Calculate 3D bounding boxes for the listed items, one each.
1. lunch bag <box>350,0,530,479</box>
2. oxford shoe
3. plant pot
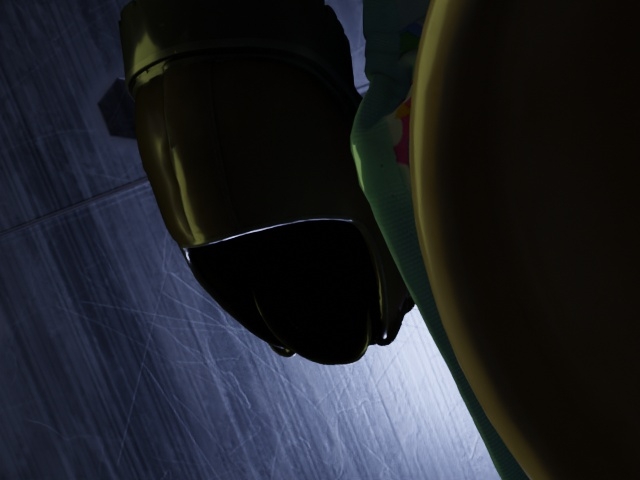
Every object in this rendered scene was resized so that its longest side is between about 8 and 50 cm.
[{"bbox_3d":[0.152,0.013,0.521,0.160,0.223,0.262,-84,-25,-59],"label":"lunch bag"},{"bbox_3d":[0.000,0.000,0.570,0.227,0.082,0.096,29,-128,-63],"label":"oxford shoe"},{"bbox_3d":[0.145,-0.015,0.339,0.110,0.237,0.237,-45,-60,-44],"label":"plant pot"}]
